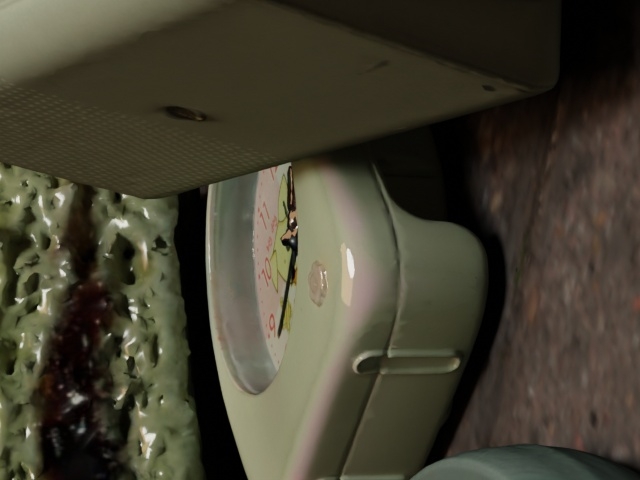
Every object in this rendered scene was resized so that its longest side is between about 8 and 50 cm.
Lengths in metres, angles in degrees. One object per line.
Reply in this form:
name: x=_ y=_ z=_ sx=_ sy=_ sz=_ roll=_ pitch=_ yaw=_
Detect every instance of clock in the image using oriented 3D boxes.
clock: x=0.000 y=0.000 z=0.741 sx=0.151 sy=0.062 sz=0.191 roll=108 pitch=155 yaw=-42

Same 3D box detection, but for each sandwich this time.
sandwich: x=-0.107 y=0.105 z=0.878 sx=0.262 sy=0.131 sz=0.325 roll=101 pitch=166 yaw=-77

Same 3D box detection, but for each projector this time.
projector: x=-0.028 y=-0.124 z=0.604 sx=0.242 sy=0.163 sz=0.177 roll=-12 pitch=71 yaw=51

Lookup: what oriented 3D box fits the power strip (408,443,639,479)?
power strip: x=0.058 y=0.150 z=0.591 sx=0.253 sy=0.054 sz=0.167 roll=137 pitch=132 yaw=-64
